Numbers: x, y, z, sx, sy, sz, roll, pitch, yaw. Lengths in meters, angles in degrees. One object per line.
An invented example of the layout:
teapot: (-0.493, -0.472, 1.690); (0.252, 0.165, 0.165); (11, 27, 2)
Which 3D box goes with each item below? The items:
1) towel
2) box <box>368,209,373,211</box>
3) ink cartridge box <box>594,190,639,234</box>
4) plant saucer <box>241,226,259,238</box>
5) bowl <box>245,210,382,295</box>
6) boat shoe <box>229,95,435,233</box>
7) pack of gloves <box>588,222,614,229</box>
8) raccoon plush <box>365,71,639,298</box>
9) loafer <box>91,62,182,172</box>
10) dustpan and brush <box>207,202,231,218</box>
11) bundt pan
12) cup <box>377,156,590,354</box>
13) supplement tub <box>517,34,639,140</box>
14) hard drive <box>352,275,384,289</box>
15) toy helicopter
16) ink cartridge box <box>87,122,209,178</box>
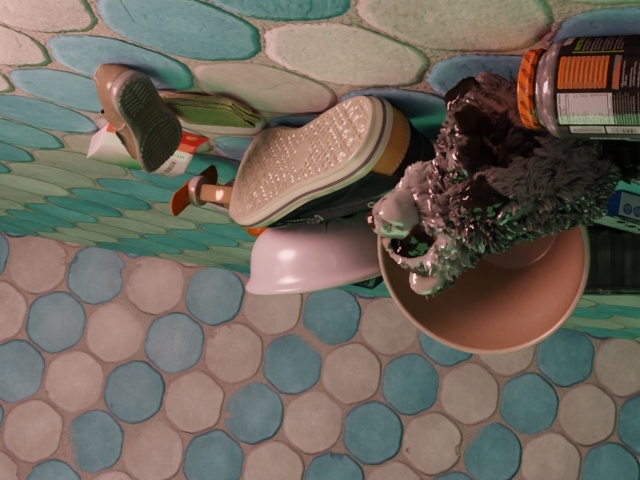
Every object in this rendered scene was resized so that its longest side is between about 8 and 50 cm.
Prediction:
towel: (-0.180, -0.211, 1.645); (0.148, 0.027, 0.110); (5, 170, 24)
box: (0.159, -0.077, 1.964); (0.293, 0.073, 0.295); (6, 169, 16)
ink cartridge box: (0.591, -0.039, 1.815); (0.207, 0.046, 0.097); (13, 171, -19)
plant saucer: (-0.062, -0.034, 2.178); (0.188, 0.045, 0.188); (-16, -172, -14)
bowl: (0.000, 0.000, 1.828); (0.297, 0.134, 0.298); (-11, -172, 1)
boat shoe: (-0.001, -0.104, 1.640); (0.156, 0.187, 0.500); (22, 161, -28)
pack of gloves: (0.480, -0.030, 1.984); (0.195, 0.046, 0.232); (15, 169, -24)
raccoon plush: (0.289, -0.032, 1.347); (0.446, 0.216, 0.299); (13, 147, -3)
loafer: (-0.289, -0.200, 1.600); (0.087, 0.094, 0.251); (38, 161, 23)
dustpan and brush: (-0.171, -0.067, 2.436); (0.147, 0.060, 0.211); (17, 168, 25)
bundt pan: (0.566, 0.045, 2.000); (0.330, 0.124, 0.331); (1, 176, 0)
cup: (0.286, -0.008, 1.653); (0.331, 0.331, 0.237); (6, -164, 21)
supplement tub: (0.322, -0.167, 1.118); (0.190, 0.117, 0.117); (5, 169, 31)
hard drive: (0.087, 0.020, 2.085); (0.172, 0.054, 0.255); (10, -152, 20)
toy helicopter: (-0.174, -0.090, 2.071); (0.234, 0.140, 0.355); (4, -177, -2)
ink cartridge box: (-0.332, -0.175, 1.941); (0.181, 0.056, 0.224); (14, 171, -23)
